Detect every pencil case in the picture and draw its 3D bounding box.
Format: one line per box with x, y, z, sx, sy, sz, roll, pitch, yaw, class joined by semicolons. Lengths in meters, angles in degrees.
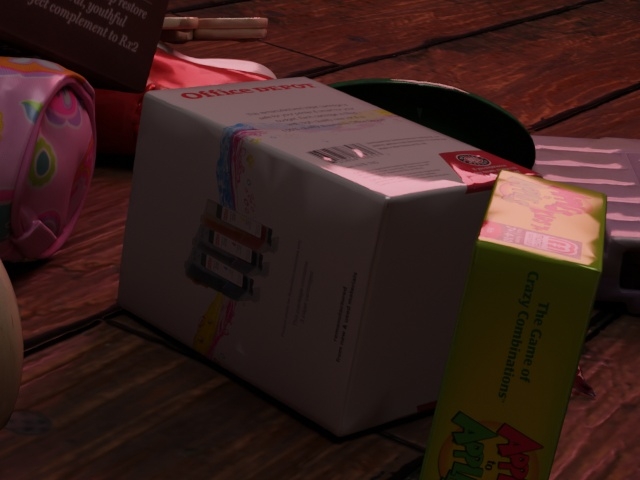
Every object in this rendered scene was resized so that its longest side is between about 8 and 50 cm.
-0.273;-0.070;0.916;0.284;0.124;0.124;13;19;9;pencil case

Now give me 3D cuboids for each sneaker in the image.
-0.080;-0.085;1.106;0.221;0.087;0.128;-8;26;-40;sneaker

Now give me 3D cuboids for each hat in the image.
0.045;0.017;0.981;0.173;0.183;0.208;13;-23;-15;hat

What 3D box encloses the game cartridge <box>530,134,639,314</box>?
0.319;-0.008;1.103;0.355;0.068;0.230;4;16;2;game cartridge

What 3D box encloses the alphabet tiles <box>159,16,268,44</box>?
-0.187;-0.160;1.245;0.284;0.021;0.278;-2;7;-9;alphabet tiles

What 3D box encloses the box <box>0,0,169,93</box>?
-0.292;-0.194;1.029;0.381;0.143;0.191;7;-8;36;box

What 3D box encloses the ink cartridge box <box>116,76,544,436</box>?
0.000;0.000;0.842;0.176;0.127;0.128;27;26;38;ink cartridge box

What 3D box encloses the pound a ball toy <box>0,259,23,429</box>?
-0.288;-0.021;0.622;0.319;0.135;0.208;1;20;-26;pound a ball toy

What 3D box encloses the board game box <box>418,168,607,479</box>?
0.062;0.075;0.585;0.043;0.181;0.092;14;20;7;board game box
